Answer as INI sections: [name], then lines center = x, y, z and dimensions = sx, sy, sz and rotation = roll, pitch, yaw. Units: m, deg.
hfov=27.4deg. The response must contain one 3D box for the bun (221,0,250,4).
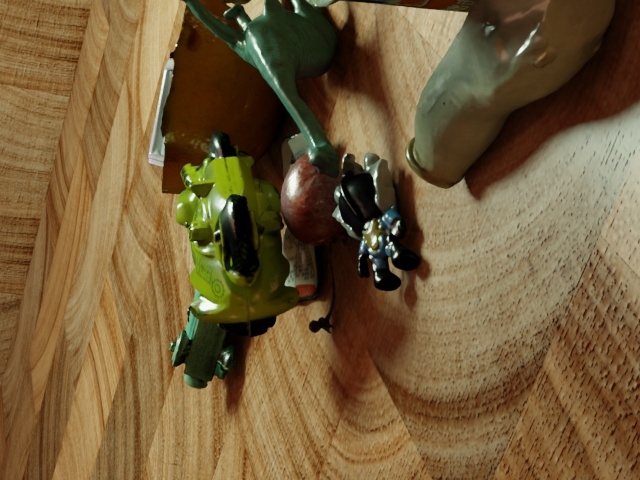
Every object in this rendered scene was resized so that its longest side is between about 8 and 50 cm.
[bun]
center = -0.107, -0.422, 1.913
dimensions = 0.116, 0.237, 0.210
rotation = 54, 175, 11

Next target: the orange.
[orange]
center = -0.174, -0.209, 1.895
dimensions = 0.310, 0.274, 0.274
rotation = 54, -158, -49

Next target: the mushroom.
[mushroom]
center = 0.162, -0.155, 1.211
dimensions = 0.109, 0.097, 0.351
rotation = 70, 156, 14

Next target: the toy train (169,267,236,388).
[toy train]
center = -0.152, 0.092, 1.946
dimensions = 0.159, 0.101, 0.248
rotation = -90, 17, -68

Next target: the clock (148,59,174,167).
[clock]
center = -0.251, -0.225, 2.360
dimensions = 0.150, 0.063, 0.197
rotation = -159, 79, -70

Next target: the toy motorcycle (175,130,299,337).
[toy motorcycle]
center = -0.104, -0.003, 1.634
dimensions = 0.342, 0.142, 0.206
rotation = -111, 24, -66

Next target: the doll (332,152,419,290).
[doll]
center = 0.056, -0.032, 1.472
dimensions = 0.096, 0.070, 0.195
rotation = -49, 42, 29

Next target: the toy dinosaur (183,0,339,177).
[toy dinosaur]
center = -0.010, -0.214, 1.684
dimensions = 0.129, 0.383, 0.331
rotation = -42, 77, 23

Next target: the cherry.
[cherry]
center = 0.000, 0.000, 1.575
dimensions = 0.107, 0.090, 0.225
rotation = 51, -144, -86

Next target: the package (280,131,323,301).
[package]
center = -0.024, -0.034, 1.731
dimensions = 0.166, 0.040, 0.232
rotation = 158, 112, -70

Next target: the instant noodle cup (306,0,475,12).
[instant noodle cup]
center = 0.120, -0.336, 1.222
dimensions = 0.296, 0.214, 0.296
rotation = -170, 90, -70
